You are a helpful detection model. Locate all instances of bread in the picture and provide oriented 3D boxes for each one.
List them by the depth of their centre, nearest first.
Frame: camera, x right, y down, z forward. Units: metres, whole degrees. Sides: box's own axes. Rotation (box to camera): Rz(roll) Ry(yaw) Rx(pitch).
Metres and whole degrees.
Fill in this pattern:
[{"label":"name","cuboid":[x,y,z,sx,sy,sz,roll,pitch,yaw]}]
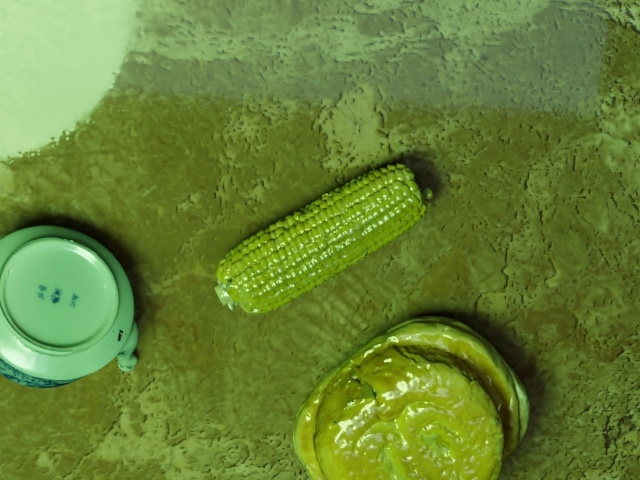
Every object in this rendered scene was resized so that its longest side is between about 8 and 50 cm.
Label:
[{"label":"bread","cuboid":[0.090,0.189,1.974,0.236,0.120,0.198,-39,107,9]}]

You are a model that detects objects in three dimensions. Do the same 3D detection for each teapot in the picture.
[{"label":"teapot","cuboid":[-0.277,0.077,1.900,0.232,0.159,0.159,17,108,-15]}]

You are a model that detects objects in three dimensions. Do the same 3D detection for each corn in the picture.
[{"label":"corn","cuboid":[0.000,0.000,1.918,0.238,0.080,0.080,-30,110,8]}]
